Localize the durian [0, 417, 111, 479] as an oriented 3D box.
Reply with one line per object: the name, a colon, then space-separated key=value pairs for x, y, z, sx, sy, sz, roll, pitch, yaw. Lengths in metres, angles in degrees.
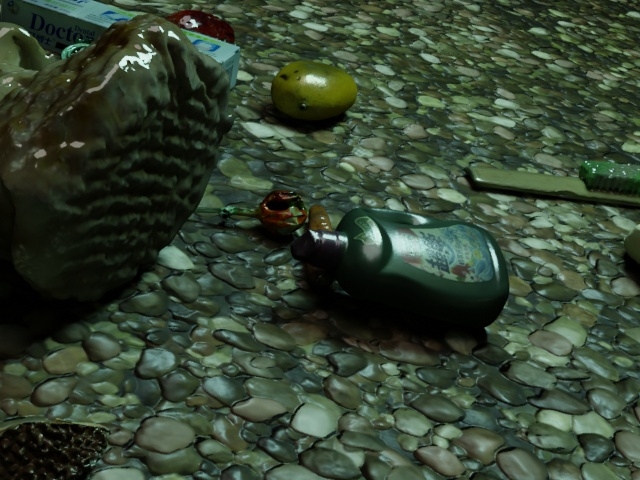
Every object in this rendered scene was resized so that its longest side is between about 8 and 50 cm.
durian: x=-0.209 y=0.159 z=0.816 sx=0.130 sy=0.052 sz=0.066 roll=-4 pitch=-6 yaw=-34

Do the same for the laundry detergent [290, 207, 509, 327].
laundry detergent: x=0.074 y=0.016 z=1.114 sx=0.221 sy=0.078 sz=0.144 roll=12 pitch=37 yaw=-17

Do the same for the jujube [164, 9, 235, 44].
jujube: x=-0.177 y=-0.300 z=1.618 sx=0.077 sy=0.077 sz=0.129 roll=30 pitch=21 yaw=29

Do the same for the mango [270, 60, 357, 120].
mango: x=-0.004 y=-0.208 z=1.525 sx=0.103 sy=0.076 sz=0.161 roll=19 pitch=20 yaw=25

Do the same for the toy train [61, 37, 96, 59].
toy train: x=-0.337 y=-0.154 z=1.262 sx=0.253 sy=0.105 sz=0.157 roll=3 pitch=43 yaw=-16

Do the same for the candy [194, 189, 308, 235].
candy: x=-0.105 y=-0.031 z=1.201 sx=0.184 sy=0.049 sz=0.055 roll=1 pitch=22 yaw=-5

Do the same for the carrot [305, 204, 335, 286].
carrot: x=0.000 y=0.001 z=1.184 sx=0.035 sy=0.036 sz=0.165 roll=10 pitch=26 yaw=-7

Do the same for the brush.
brush: x=0.332 y=-0.082 z=1.472 sx=0.282 sy=0.048 sz=0.054 roll=4 pitch=27 yaw=-14

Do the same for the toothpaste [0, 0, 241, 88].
toothpaste: x=-0.281 y=-0.281 z=1.541 sx=0.336 sy=0.067 sz=0.081 roll=19 pitch=29 yaw=11

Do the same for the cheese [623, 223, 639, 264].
cheese: x=0.505 y=0.002 z=1.309 sx=0.266 sy=0.127 sz=0.233 roll=-10 pitch=33 yaw=-41

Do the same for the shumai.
shumai: x=-0.261 y=-0.102 z=1.008 sx=0.262 sy=0.267 sz=0.314 roll=23 pitch=23 yaw=12
